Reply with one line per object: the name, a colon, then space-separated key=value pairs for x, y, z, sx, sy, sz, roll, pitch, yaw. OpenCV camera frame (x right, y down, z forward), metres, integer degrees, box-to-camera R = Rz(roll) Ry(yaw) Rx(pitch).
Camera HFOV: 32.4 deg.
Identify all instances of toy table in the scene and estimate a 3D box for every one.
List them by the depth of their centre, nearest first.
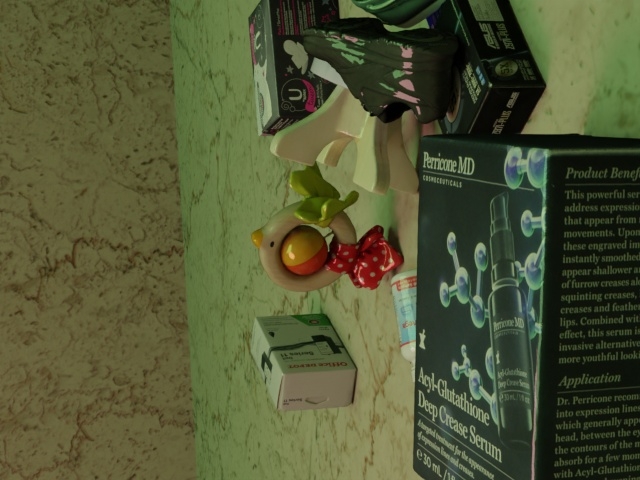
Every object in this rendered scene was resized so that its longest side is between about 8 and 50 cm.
toy table: x=0.060 y=-0.176 z=1.683 sx=0.274 sy=0.252 sz=0.161 roll=-128 pitch=56 yaw=-72

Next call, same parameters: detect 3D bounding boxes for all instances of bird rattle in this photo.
bird rattle: x=0.000 y=0.000 z=1.810 sx=0.253 sy=0.207 sz=0.143 roll=58 pitch=-177 yaw=-42

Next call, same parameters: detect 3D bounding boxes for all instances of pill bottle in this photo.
pill bottle: x=0.156 y=0.126 z=1.617 sx=0.087 sy=0.087 sz=0.160 roll=132 pitch=133 yaw=-65

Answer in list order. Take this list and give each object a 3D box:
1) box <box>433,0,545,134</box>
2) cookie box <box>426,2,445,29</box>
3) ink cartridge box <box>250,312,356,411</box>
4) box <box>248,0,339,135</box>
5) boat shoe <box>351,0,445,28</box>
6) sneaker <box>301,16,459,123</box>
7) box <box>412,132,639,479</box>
box: x=0.205 y=-0.216 z=1.440 sx=0.147 sy=0.078 sz=0.180 roll=111 pitch=151 yaw=-52
cookie box: x=0.190 y=-0.318 z=1.533 sx=0.107 sy=0.040 sz=0.092 roll=113 pitch=151 yaw=-50
ink cartridge box: x=-0.035 y=0.231 z=2.116 sx=0.208 sy=0.153 sz=0.087 roll=-124 pitch=37 yaw=-56
box: x=-0.049 y=-0.335 z=2.105 sx=0.163 sy=0.142 sz=0.247 roll=154 pitch=113 yaw=-70
boat shoe: x=0.156 y=-0.387 z=1.446 sx=0.319 sy=0.099 sz=0.116 roll=-35 pitch=54 yaw=49
sneaker: x=0.069 y=-0.229 z=1.487 sx=0.286 sy=0.109 sz=0.130 roll=28 pitch=128 yaw=51
box: x=0.247 y=0.091 z=1.133 sx=0.293 sy=0.212 sz=0.395 roll=-158 pitch=68 yaw=-71
